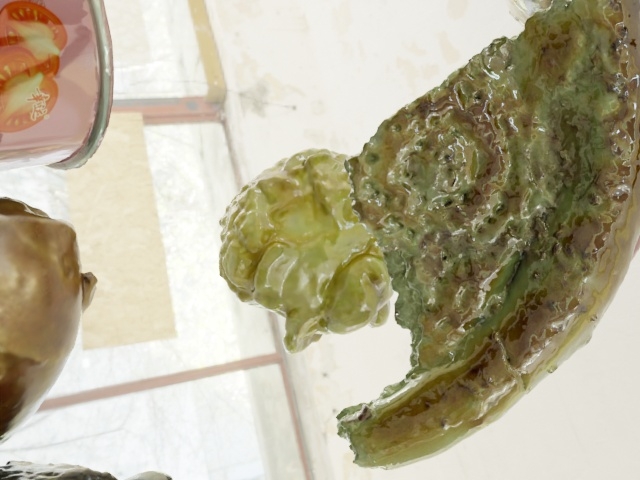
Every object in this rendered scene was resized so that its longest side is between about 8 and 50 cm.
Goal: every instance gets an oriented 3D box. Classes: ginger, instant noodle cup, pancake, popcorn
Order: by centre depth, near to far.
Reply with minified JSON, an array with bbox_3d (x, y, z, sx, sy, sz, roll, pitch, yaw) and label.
[{"bbox_3d":[0.106,-0.015,0.402,0.054,0.197,0.376,-49,157,-82],"label":"pancake"},{"bbox_3d":[-0.317,-0.143,0.458,0.243,0.231,0.243,17,-61,34],"label":"instant noodle cup"},{"bbox_3d":[-0.347,0.131,0.489,0.176,0.418,0.254,49,22,-9],"label":"ginger"},{"bbox_3d":[0.000,0.000,0.770,0.195,0.256,0.254,-38,-120,59],"label":"popcorn"}]

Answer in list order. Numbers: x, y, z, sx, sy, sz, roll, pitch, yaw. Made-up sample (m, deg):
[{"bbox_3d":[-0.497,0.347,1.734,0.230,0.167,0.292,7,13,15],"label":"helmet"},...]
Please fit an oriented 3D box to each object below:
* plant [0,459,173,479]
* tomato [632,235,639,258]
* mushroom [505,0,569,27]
[{"bbox_3d":[-0.169,0.228,0.422,0.275,0.149,0.146,-14,-87,41],"label":"plant"},{"bbox_3d":[0.341,-0.036,0.875,0.259,0.180,0.260,-59,180,0],"label":"tomato"},{"bbox_3d":[0.424,-0.362,0.824,0.362,0.362,0.294,143,-63,-65],"label":"mushroom"}]
